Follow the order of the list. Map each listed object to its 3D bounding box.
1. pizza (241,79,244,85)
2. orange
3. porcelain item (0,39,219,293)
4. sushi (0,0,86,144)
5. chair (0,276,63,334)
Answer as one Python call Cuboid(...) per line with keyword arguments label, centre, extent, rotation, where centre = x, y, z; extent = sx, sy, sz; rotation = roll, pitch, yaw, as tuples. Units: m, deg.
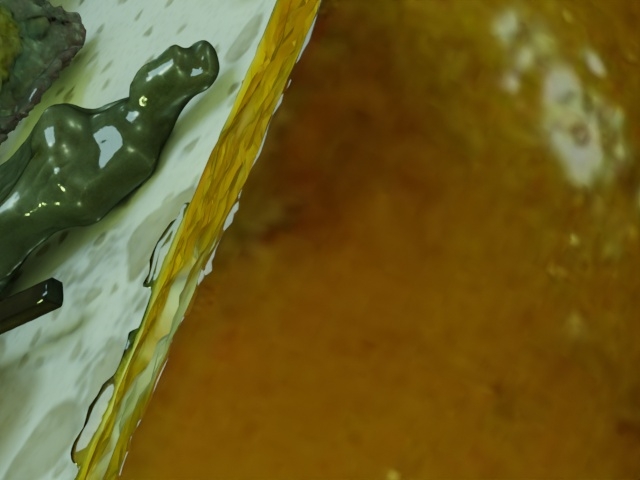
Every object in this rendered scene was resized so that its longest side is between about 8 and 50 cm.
Cuboid(label="pizza", centre=(0.000, 0.000, 0.665), extent=(0.280, 0.075, 0.288), rotation=(-5, 51, 57))
Cuboid(label="orange", centre=(-0.007, 0.024, 0.457), extent=(0.274, 0.274, 0.310), rotation=(-19, 77, 47))
Cuboid(label="porcelain item", centre=(-0.138, -0.035, 0.949), extent=(0.215, 0.069, 0.081), rotation=(-35, 26, 20))
Cuboid(label="sushi", centre=(-0.256, -0.115, 1.059), extent=(0.107, 0.161, 0.241), rotation=(-31, 16, 38))
Cuboid(label="chair", centre=(-0.295, 0.094, 0.900), extent=(0.319, 0.186, 0.160), rotation=(-25, 42, 38))
